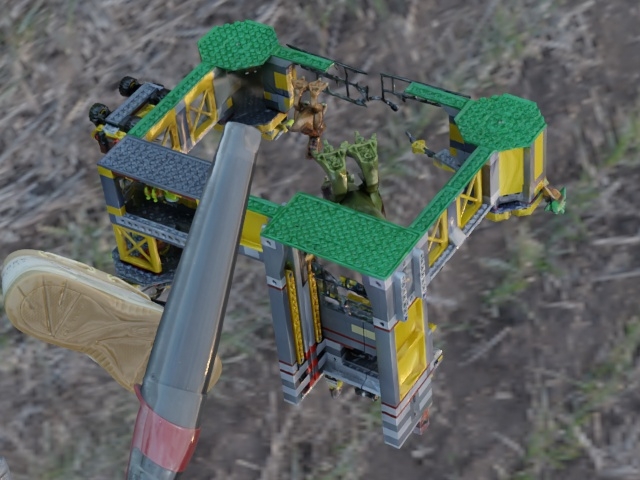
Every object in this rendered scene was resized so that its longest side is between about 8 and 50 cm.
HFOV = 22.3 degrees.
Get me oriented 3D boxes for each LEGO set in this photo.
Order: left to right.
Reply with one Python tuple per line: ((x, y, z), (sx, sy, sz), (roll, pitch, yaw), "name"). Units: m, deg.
((0.000, 0.000, 1.169), (0.192, 0.331, 0.255), (84, 28, -42), "LEGO set")

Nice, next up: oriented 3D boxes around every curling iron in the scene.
((-0.067, 0.081, 0.733), (0.035, 0.068, 0.274), (11, 93, 13), "curling iron")

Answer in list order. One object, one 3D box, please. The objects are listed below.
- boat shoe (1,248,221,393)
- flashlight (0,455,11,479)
((-0.136, 0.051, 1.060), (0.170, 0.059, 0.063), (34, 102, -36), "boat shoe")
((-0.292, 0.200, 0.874), (0.103, 0.103, 0.304), (35, 37, 8), "flashlight")
